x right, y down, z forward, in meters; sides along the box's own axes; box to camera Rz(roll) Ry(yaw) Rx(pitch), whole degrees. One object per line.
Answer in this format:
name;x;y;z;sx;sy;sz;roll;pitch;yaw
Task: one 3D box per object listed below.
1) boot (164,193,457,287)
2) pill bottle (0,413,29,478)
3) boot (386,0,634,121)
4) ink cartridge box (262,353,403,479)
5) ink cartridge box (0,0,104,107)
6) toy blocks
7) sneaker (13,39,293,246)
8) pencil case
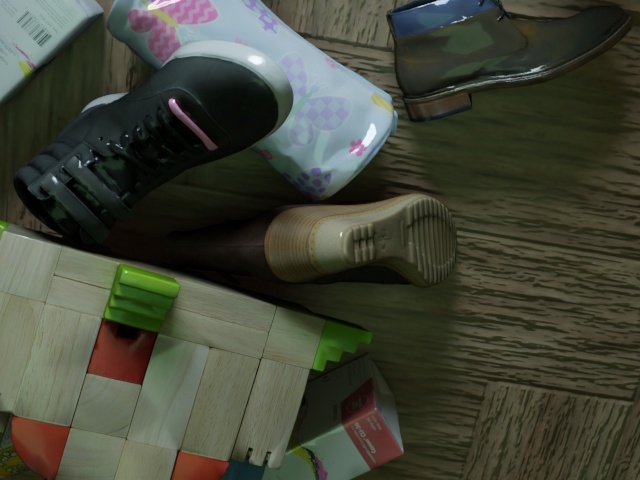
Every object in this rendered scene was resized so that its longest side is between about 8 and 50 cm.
boot;0.000;0.000;0.838;0.206;0.248;0.090;0;89;36
pill bottle;-0.308;0.181;0.901;0.208;0.117;0.118;-20;109;7
boot;0.167;-0.194;0.779;0.219;0.082;0.106;-21;112;10
ink cartridge box;-0.017;0.213;0.913;0.198;0.115;0.067;-28;109;9
ink cartridge box;-0.306;-0.189;0.790;0.181;0.061;0.104;-38;106;13
toy blocks;-0.175;0.152;0.773;0.381;0.191;0.261;17;90;-17
sneaker;-0.148;-0.068;0.714;0.295;0.147;0.104;-9;131;46
pencil case;-0.060;-0.157;0.777;0.273;0.113;0.124;40;80;-13
